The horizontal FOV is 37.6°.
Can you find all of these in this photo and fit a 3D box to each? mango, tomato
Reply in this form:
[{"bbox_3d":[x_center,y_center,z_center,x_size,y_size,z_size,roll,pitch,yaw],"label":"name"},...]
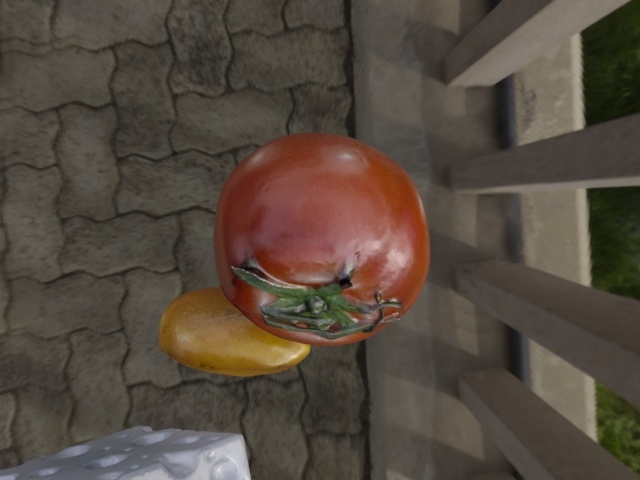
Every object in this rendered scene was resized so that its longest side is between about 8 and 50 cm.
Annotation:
[{"bbox_3d":[-0.115,0.122,1.268,0.217,0.141,0.102,11,104,21],"label":"mango"},{"bbox_3d":[0.000,0.000,1.068,0.255,0.256,0.225,0,55,-1],"label":"tomato"}]

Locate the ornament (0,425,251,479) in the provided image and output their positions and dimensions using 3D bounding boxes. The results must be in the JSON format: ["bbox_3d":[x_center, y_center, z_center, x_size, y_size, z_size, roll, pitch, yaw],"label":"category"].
[{"bbox_3d":[-0.233,0.372,1.123,0.239,0.239,0.240,-10,91,-44],"label":"ornament"}]
